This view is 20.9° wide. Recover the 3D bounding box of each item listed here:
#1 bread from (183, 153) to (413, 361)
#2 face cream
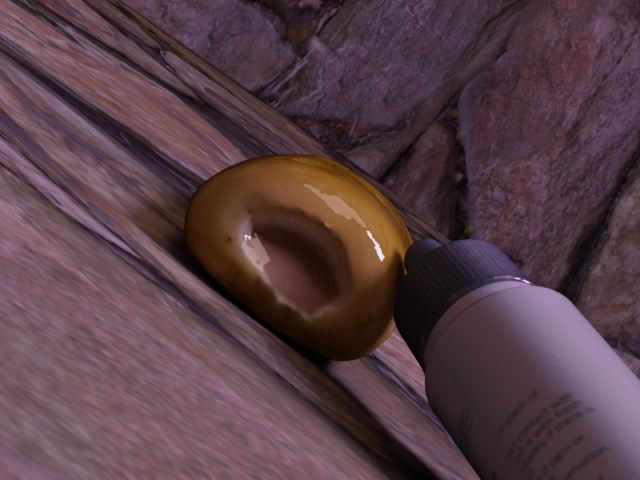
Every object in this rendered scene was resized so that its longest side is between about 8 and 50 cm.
[{"bbox_3d":[0.000,0.000,1.059,0.142,0.091,0.305,32,4,2],"label":"bread"},{"bbox_3d":[0.111,0.087,0.824,0.092,0.092,0.311,34,13,-39],"label":"face cream"}]
